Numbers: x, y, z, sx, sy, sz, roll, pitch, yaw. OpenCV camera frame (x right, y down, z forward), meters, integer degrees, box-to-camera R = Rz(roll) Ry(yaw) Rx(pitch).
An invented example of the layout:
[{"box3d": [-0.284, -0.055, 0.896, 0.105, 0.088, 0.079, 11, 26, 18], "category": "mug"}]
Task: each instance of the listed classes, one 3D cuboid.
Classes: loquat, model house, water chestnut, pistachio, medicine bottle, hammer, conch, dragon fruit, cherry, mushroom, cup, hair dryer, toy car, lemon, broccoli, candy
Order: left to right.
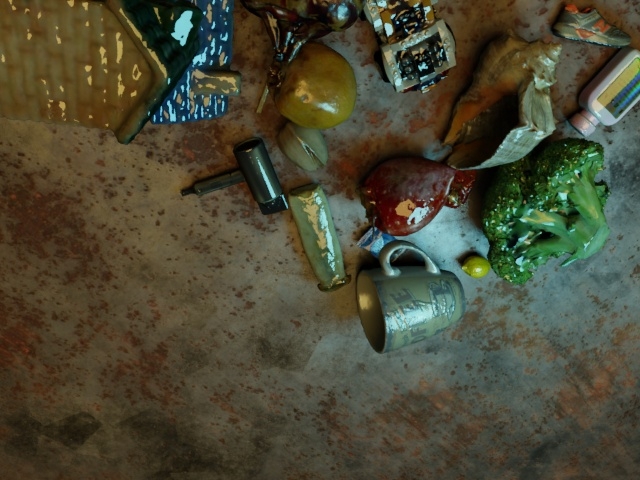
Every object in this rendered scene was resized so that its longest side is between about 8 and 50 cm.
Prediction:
[{"box3d": [-0.343, -0.398, 1.083, 0.400, 0.445, 0.395, 11, 118, -2], "category": "model house"}, {"box3d": [-0.225, -0.129, 1.485, 0.248, 0.078, 0.196, -14, 119, 12], "category": "hair dryer"}, {"box3d": [-0.112, -0.376, 1.371, 0.028, 0.060, 0.195, 16, 119, -15], "category": "hammer"}, {"box3d": [-0.035, -0.509, 1.181, 0.289, 0.289, 0.244, -8, 133, -3], "category": "water chestnut"}, {"box3d": [-0.038, -0.230, 1.423, 0.113, 0.113, 0.149, -37, 120, 12], "category": "pistachio"}, {"box3d": [-0.018, -0.342, 1.314, 0.234, 0.187, 0.176, 13, 123, -38], "category": "loquat"}, {"box3d": [0.000, 0.000, 1.566, 0.100, 0.081, 0.312, -19, 114, -1], "category": "mushroom"}, {"box3d": [0.167, 0.016, 1.617, 0.088, 0.038, 0.136, -48, 120, 3], "category": "candy"}, {"box3d": [0.218, -0.115, 1.467, 0.249, 0.192, 0.175, -28, 142, 13], "category": "cherry"}, {"box3d": [0.199, -0.475, 1.322, 0.193, 0.118, 0.301, -23, 119, 3], "category": "toy car"}, {"box3d": [0.245, 0.131, 1.600, 0.257, 0.227, 0.301, -12, 114, -15], "category": "cup"}, {"box3d": [0.338, -0.148, 1.512, 0.083, 0.106, 0.162, 15, 117, -13], "category": "dragon fruit"}, {"box3d": [0.432, 0.073, 1.660, 0.092, 0.065, 0.065, -5, 118, -14], "category": "lemon"}, {"box3d": [0.436, -0.291, 1.368, 0.210, 0.297, 0.352, 14, 138, -8], "category": "conch"}, {"box3d": [0.561, -0.075, 1.475, 0.310, 0.321, 0.413, 29, 117, 12], "category": "broccoli"}, {"box3d": [0.713, -0.356, 1.462, 0.115, 0.078, 0.219, 33, 109, -23], "category": "medicine bottle"}]

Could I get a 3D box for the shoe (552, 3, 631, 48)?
[{"box3d": [0.642, -0.499, 1.387, 0.194, 0.074, 0.077, 7, 111, -8], "category": "shoe"}]
